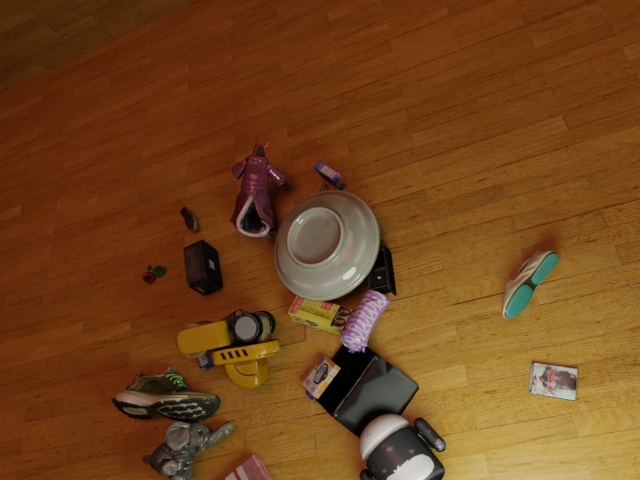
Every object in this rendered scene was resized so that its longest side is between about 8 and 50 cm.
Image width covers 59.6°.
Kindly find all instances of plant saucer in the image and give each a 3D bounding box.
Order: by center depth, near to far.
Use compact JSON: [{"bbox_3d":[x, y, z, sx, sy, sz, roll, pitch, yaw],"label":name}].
[{"bbox_3d":[0.000,0.000,1.891,0.400,0.100,0.401,-9,68,23],"label":"plant saucer"}]

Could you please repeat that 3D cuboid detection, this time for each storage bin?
[{"bbox_3d":[-0.447,0.103,2.129,0.084,0.122,0.180,-24,58,13],"label":"storage bin"}]

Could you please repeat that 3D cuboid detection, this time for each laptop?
[{"bbox_3d":[0.128,0.464,1.744,0.234,0.136,0.264,-53,30,-7],"label":"laptop"}]

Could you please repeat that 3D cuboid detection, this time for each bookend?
[{"bbox_3d":[0.163,0.114,1.866,0.157,0.072,0.156,-14,61,19],"label":"bookend"}]

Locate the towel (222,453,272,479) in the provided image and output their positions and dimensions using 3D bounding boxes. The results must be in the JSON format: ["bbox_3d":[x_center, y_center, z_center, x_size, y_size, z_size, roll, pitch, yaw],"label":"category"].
[{"bbox_3d":[-0.261,0.857,1.720,0.329,0.037,0.237,-41,58,4],"label":"towel"}]

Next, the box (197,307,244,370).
[{"bbox_3d":[-0.350,0.354,2.009,0.225,0.036,0.136,-32,57,8],"label":"box"}]

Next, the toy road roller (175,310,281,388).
[{"bbox_3d":[-0.294,0.372,1.853,0.329,0.202,0.241,-11,83,10],"label":"toy road roller"}]

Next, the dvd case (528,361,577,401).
[{"bbox_3d":[0.641,0.388,1.540,0.119,0.013,0.087,4,67,28],"label":"dvd case"}]

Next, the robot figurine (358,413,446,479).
[{"bbox_3d":[0.227,0.612,1.532,0.209,0.174,0.278,-21,51,-28],"label":"robot figurine"}]

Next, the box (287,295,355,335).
[{"bbox_3d":[0.011,0.250,1.869,0.232,0.058,0.087,13,57,31],"label":"box"}]

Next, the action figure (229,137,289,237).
[{"bbox_3d":[-0.260,-0.204,2.096,0.247,0.275,0.371,5,95,9],"label":"action figure"}]

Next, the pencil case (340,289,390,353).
[{"bbox_3d":[0.141,0.253,1.769,0.088,0.086,0.206,16,56,25],"label":"pencil case"}]

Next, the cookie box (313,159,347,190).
[{"bbox_3d":[0.038,-0.243,2.092,0.107,0.092,0.040,38,88,33],"label":"cookie box"}]

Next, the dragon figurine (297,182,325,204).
[{"bbox_3d":[-0.039,-0.095,2.058,0.144,0.085,0.289,-12,62,19],"label":"dragon figurine"}]

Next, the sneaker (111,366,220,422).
[{"bbox_3d":[-0.531,0.519,1.962,0.410,0.158,0.182,-2,47,19],"label":"sneaker"}]

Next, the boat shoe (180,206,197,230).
[{"bbox_3d":[-0.535,-0.087,2.312,0.050,0.045,0.135,-42,52,13],"label":"boat shoe"}]

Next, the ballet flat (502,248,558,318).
[{"bbox_3d":[0.605,0.123,1.659,0.248,0.086,0.086,-48,56,-5],"label":"ballet flat"}]

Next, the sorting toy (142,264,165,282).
[{"bbox_3d":[-0.683,0.128,2.277,0.102,0.061,0.042,-33,22,-1],"label":"sorting toy"}]

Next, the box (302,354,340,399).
[{"bbox_3d":[-0.003,0.439,1.779,0.136,0.028,0.081,-51,31,-7],"label":"box"}]

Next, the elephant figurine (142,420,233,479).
[{"bbox_3d":[-0.436,0.669,1.845,0.239,0.186,0.169,-60,13,-23],"label":"elephant figurine"}]
